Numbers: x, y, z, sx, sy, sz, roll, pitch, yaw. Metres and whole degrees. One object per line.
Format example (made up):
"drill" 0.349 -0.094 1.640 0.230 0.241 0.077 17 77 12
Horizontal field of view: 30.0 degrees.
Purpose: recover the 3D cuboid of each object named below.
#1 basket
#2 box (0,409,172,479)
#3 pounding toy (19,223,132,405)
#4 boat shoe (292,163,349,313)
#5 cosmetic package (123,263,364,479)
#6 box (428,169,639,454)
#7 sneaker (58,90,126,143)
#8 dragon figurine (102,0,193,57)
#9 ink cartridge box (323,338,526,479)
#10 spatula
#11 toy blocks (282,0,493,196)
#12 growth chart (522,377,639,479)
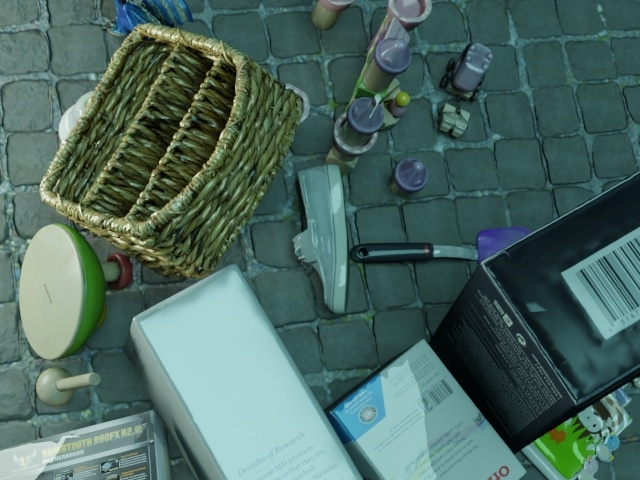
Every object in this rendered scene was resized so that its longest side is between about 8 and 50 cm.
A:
"basket" -0.191 -0.124 1.577 0.223 0.213 0.299 36 73 -26
"box" -0.306 0.334 1.532 0.231 0.056 0.183 -15 53 5
"pounding toy" -0.318 0.096 1.629 0.110 0.183 0.237 2 73 -40
"boat shoe" 0.000 -0.001 1.768 0.081 0.079 0.228 -5 76 4
"cosmetic package" -0.079 0.281 1.583 0.161 0.230 0.453 -28 82 -18
"box" 0.348 0.108 1.622 0.293 0.395 0.212 -29 74 -15
"sneaker" -0.261 -0.126 1.715 0.252 0.111 0.103 29 71 -4
"dragon figurine" -0.244 -0.320 1.755 0.085 0.144 0.289 -42 87 -19
"ink cartridge box" 0.129 0.289 1.660 0.171 0.168 0.233 -35 85 -19
"spatula" 0.190 0.018 1.823 0.296 0.030 0.084 1 74 -12
"toy blocks" 0.105 -0.247 1.755 0.308 0.260 0.289 24 70 -6
"growth chart" 0.390 0.258 1.809 0.172 0.021 0.237 38 71 -2
